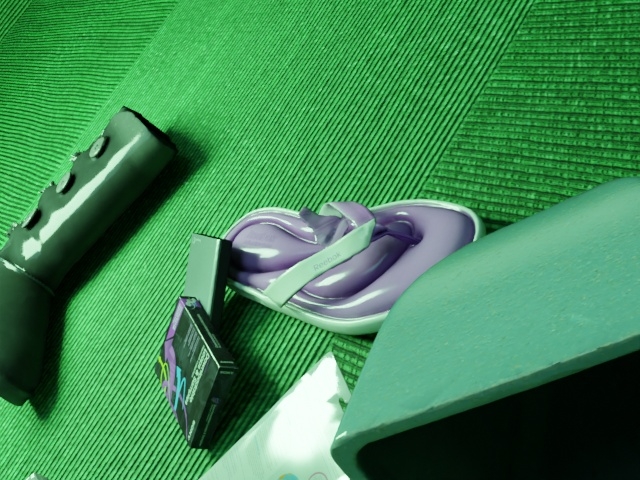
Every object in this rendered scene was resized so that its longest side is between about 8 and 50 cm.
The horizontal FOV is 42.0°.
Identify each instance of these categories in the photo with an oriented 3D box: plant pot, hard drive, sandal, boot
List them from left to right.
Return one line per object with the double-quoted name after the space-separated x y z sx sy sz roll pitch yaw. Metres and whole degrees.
-0.392 0.001 1.345 0.445 0.146 0.367 -44 39 -2 "boot"
-0.149 0.061 1.072 0.094 0.022 0.135 11 93 59 "hard drive"
-0.005 0.013 0.960 0.416 0.102 0.169 -3 56 46 "sandal"
0.190 0.098 0.592 0.247 0.248 0.252 -27 24 26 "plant pot"

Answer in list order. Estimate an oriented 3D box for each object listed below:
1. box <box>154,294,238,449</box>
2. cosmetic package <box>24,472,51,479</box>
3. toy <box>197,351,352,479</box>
-0.154 0.156 1.007 0.162 0.029 0.116 45 120 52 "box"
-0.358 0.389 0.921 0.238 0.107 0.127 -44 59 -9 "cosmetic package"
-0.035 0.240 0.831 0.237 0.056 0.137 -44 40 14 "toy"
